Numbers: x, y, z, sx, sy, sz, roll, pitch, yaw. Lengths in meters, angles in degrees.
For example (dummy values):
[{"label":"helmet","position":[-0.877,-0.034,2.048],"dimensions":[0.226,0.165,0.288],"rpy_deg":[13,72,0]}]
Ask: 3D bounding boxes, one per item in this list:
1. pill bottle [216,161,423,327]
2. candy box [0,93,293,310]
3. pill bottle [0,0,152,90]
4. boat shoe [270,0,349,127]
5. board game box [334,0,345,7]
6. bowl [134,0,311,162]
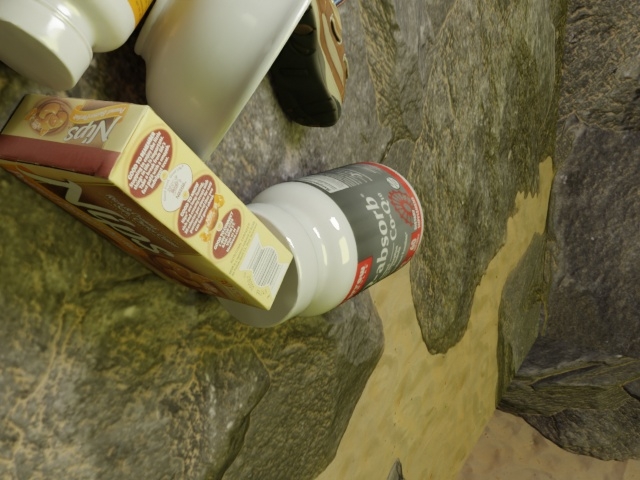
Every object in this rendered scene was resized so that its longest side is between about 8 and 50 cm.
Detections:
[{"label":"pill bottle","position":[0.000,0.000,1.043],"dimensions":[0.363,0.210,0.210],"rpy_deg":[-24,120,-54]},{"label":"candy box","position":[-0.184,-0.033,0.751],"dimensions":[0.316,0.183,0.087],"rpy_deg":[50,57,-53]},{"label":"pill bottle","position":[-0.225,-0.275,0.643],"dimensions":[0.245,0.137,0.136],"rpy_deg":[-66,147,-20]},{"label":"boat shoe","position":[-0.030,-0.318,0.989],"dimensions":[0.324,0.123,0.119],"rpy_deg":[72,35,-52]},{"label":"board game box","position":[0.079,-0.492,1.114],"dimensions":[0.281,0.027,0.145],"rpy_deg":[-51,169,-38]},{"label":"bowl","position":[-0.121,-0.242,0.764],"dimensions":[0.134,0.298,0.297],"rpy_deg":[32,67,-16]}]
